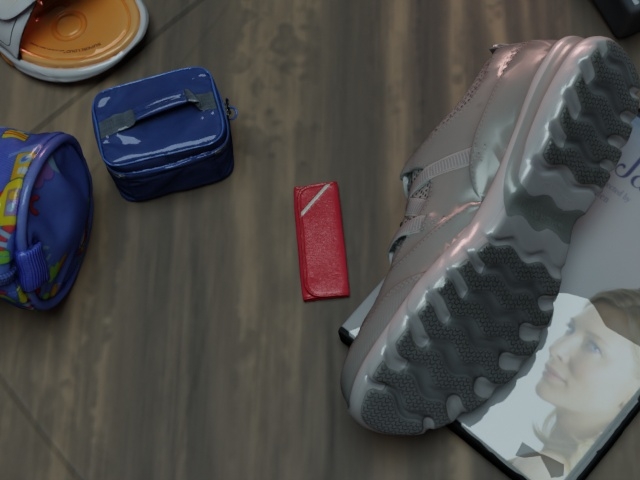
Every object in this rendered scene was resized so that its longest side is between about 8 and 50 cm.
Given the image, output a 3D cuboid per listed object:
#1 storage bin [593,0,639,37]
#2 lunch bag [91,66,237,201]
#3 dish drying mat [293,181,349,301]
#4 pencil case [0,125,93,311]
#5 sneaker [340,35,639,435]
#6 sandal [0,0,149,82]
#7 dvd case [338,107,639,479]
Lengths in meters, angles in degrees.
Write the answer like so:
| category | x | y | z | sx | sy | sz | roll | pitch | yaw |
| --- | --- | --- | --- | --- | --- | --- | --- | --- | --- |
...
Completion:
| category | x | y | z | sx | sy | sz | roll | pitch | yaw |
| --- | --- | --- | --- | --- | --- | --- | --- | --- | --- |
| storage bin | 0.239 | -0.208 | 0.936 | 0.135 | 0.098 | 0.091 | -24 | 78 | -4 |
| lunch bag | -0.104 | -0.075 | 0.927 | 0.098 | 0.065 | 0.067 | -17 | 67 | 0 |
| dish drying mat | 0.000 | 0.000 | 0.916 | 0.032 | 0.008 | 0.083 | -6 | 67 | 2 |
| pencil case | -0.308 | -0.018 | 0.894 | 0.306 | 0.119 | 0.133 | 3 | 44 | 8 |
| sneaker | 0.093 | -0.005 | 0.855 | 0.115 | 0.105 | 0.281 | 20 | 72 | 49 |
| sandal | -0.243 | -0.214 | 0.993 | 0.265 | 0.076 | 0.102 | 39 | 77 | 19 |
| dvd case | 0.160 | 0.024 | 0.882 | 0.180 | 0.022 | 0.253 | 38 | 76 | 19 |
